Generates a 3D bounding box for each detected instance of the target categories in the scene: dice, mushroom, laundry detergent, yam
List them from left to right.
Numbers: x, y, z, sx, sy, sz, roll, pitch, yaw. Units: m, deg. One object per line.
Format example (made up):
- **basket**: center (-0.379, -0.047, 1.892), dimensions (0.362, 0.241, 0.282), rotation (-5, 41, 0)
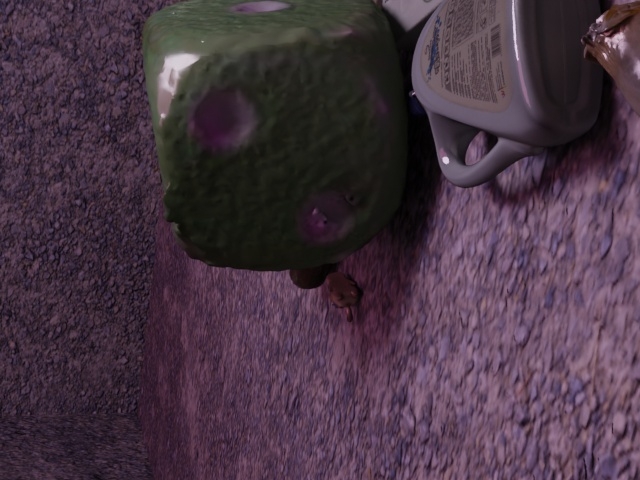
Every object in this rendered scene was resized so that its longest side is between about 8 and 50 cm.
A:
- **dice**: center (-0.066, -0.159, 1.106), dimensions (0.322, 0.318, 0.330), rotation (-114, 18, -62)
- **yam**: center (0.000, 0.000, 1.333), dimensions (0.068, 0.068, 0.169), rotation (-111, 34, -47)
- **laundry detergent**: center (0.171, -0.168, 0.855), dimensions (0.280, 0.105, 0.214), rotation (157, 113, -66)
- **mushroom**: center (0.280, -0.117, 0.605), dimensions (0.223, 0.081, 0.092), rotation (-117, 18, -56)

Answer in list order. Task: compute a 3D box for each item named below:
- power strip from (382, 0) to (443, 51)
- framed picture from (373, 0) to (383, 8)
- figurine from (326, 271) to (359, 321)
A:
- **power strip**: center (0.172, -0.323, 0.936), dimensions (0.385, 0.062, 0.091), rotation (154, 117, -66)
- **framed picture**: center (0.042, -0.374, 1.346), dimensions (0.250, 0.016, 0.184), rotation (-119, 38, -55)
- **figurine**: center (0.033, 0.089, 1.274), dimensions (0.083, 0.047, 0.050), rotation (-117, 26, -61)
